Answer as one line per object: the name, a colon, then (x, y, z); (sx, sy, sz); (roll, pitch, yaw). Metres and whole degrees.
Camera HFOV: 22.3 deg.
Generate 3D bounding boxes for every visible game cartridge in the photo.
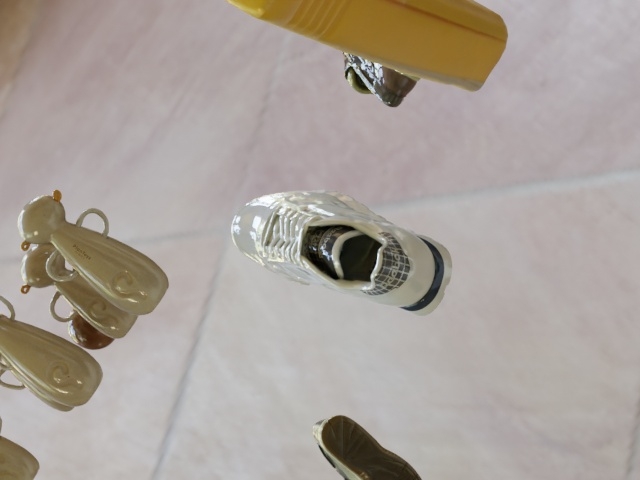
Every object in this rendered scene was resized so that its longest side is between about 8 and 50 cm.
game cartridge: (-0.067, -0.176, 0.820); (0.285, 0.324, 0.052); (33, 100, 17)

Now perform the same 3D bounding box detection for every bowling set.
bowling set: (-0.280, 0.088, 1.590); (0.287, 0.154, 0.200); (-54, 9, 4)

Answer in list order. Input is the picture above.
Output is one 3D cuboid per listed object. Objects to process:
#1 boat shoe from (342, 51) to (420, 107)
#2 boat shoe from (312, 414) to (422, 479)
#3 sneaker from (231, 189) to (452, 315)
boat shoe: (0.060, -0.213, 1.965); (0.073, 0.080, 0.223); (-59, 24, 6)
boat shoe: (0.052, 0.230, 1.632); (0.056, 0.152, 0.049); (-44, 14, -14)
sneaker: (0.000, 0.000, 1.398); (0.235, 0.095, 0.090); (13, 92, 41)
